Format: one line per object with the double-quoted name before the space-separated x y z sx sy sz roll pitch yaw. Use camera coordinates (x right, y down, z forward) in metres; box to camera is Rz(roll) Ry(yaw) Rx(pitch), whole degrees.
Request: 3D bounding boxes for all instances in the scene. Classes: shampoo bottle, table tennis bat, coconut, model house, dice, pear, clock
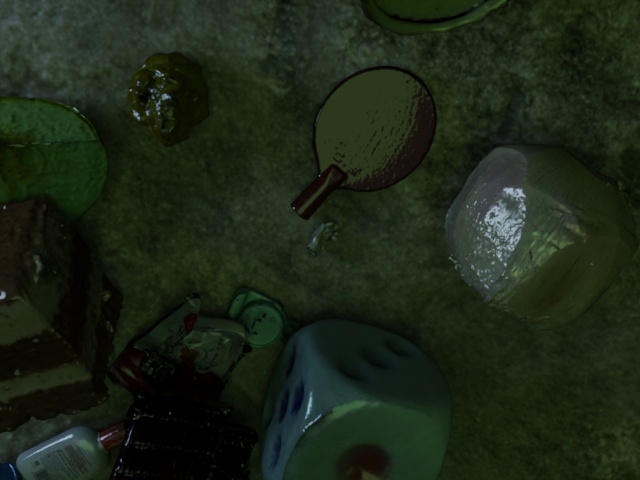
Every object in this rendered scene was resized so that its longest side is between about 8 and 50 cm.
"shampoo bottle" -0.453 0.401 1.708 0.220 0.051 0.108 -27 105 5
"table tennis bat" 0.065 -0.158 1.558 0.200 0.038 0.310 40 101 -15
"coconut" 0.364 -0.024 1.494 0.297 0.297 0.255 26 117 -11
"model house" -0.226 0.402 1.577 0.317 0.297 0.283 18 108 -22
"dice" 0.055 0.311 1.583 0.268 0.262 0.265 15 113 -15
"pear" -0.491 -0.109 1.499 0.288 0.139 0.239 -3 131 -11
"clock" -0.106 0.149 1.649 0.135 0.041 0.101 19 107 -9

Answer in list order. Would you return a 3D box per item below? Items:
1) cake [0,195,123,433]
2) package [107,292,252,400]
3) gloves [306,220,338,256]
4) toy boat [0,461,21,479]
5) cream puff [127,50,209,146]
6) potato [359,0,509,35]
"cake" -0.494 0.121 1.471 0.282 0.256 0.290 -15 134 5
"package" -0.246 0.210 1.647 0.194 0.071 0.269 37 124 -3
"gloves" -0.001 -0.002 1.605 0.081 0.037 0.044 -40 144 -6
"toy boat" -0.632 0.504 1.719 0.097 0.100 0.223 17 121 -48
"cream puff" -0.250 -0.226 1.477 0.146 0.116 0.146 -1 112 -1
"potato" 0.160 -0.479 1.391 0.330 0.213 0.280 7 126 -16
